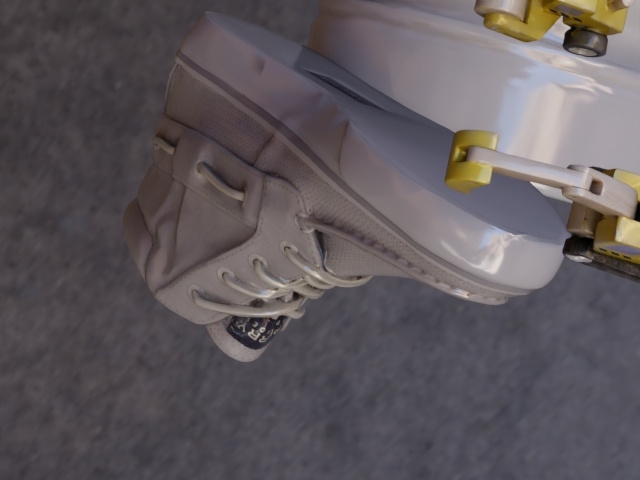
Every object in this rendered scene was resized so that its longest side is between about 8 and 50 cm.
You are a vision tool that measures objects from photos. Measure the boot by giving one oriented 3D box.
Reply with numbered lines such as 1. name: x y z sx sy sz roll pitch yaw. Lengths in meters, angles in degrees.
1. boot: 0.000 0.000 0.825 0.095 0.123 0.258 15 14 -33

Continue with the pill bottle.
1. pill bottle: 0.126 -0.219 0.944 0.224 0.224 0.392 14 94 -24

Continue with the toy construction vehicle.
1. toy construction vehicle: 0.082 -0.036 0.492 0.098 0.035 0.086 20 81 -22
